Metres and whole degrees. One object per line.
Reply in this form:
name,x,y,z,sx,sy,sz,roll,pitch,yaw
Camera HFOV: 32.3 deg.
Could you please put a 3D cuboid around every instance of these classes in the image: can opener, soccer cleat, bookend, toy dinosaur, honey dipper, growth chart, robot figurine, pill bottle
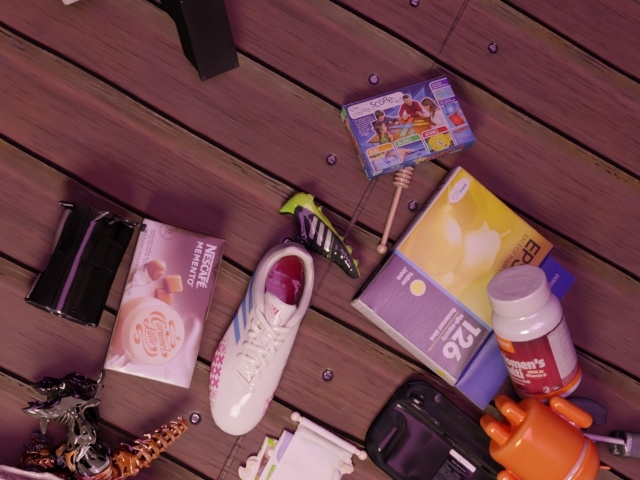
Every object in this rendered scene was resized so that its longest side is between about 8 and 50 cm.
can opener,0.546,0.336,1.949,0.283,0.076,0.095,9,83,-12
soccer cleat,0.000,0.000,1.882,0.072,0.060,0.179,-36,86,-4
bookend,-0.212,-0.377,1.856,0.072,0.156,0.157,-25,133,-14
toy dinosaur,-0.379,0.327,1.734,0.322,0.164,0.218,-19,102,-28
honey dipper,0.129,-0.053,1.927,0.030,0.030,0.160,17,83,-10
growth chart,-0.053,0.406,1.839,0.172,0.021,0.237,36,78,-6
robot figurine,0.369,0.349,1.838,0.219,0.128,0.158,36,54,-5
pill bottle,0.357,0.158,1.862,0.121,0.121,0.221,-32,120,-14
soccer cleat,-0.097,0.154,1.794,0.116,0.143,0.331,20,80,-9

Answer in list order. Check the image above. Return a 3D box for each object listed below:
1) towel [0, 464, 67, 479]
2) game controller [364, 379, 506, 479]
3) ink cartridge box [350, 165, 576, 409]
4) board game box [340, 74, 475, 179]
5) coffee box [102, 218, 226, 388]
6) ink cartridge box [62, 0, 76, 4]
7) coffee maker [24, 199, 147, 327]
towel,-0.393,0.449,1.662,0.282,0.049,0.187,19,112,-1
game controller,0.229,0.386,1.887,0.319,0.067,0.166,40,87,-5
ink cartridge box,0.261,0.084,1.921,0.307,0.072,0.303,38,77,-4
board game box,0.152,-0.199,1.927,0.201,0.035,0.136,-18,73,-13
coffee box,-0.253,0.103,1.789,0.141,0.098,0.246,16,81,-10
ink cartridge box,-0.385,-0.569,1.791,0.226,0.131,0.306,-26,75,-14
coffee maker,-0.373,0.038,1.734,0.120,0.171,0.178,22,81,-26
